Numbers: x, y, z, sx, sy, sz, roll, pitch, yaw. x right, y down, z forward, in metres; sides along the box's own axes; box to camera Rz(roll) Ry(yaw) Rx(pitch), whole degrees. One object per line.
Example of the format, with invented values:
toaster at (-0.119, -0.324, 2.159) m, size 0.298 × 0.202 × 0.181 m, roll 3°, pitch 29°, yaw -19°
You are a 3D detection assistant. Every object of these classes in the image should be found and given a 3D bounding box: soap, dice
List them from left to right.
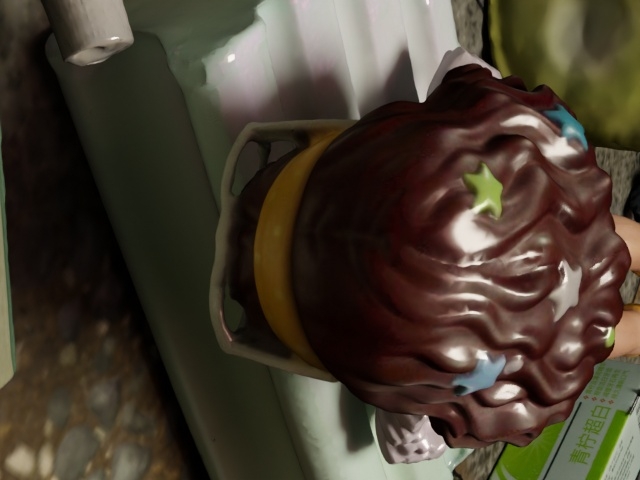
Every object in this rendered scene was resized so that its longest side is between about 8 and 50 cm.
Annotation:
soap at (0.000, 0.000, 0.592) m, size 0.173 × 0.095 × 0.289 m, roll -50°, pitch 137°, yaw -40°
dice at (0.255, -0.181, 0.843) m, size 0.227 × 0.233 × 0.238 m, roll -17°, pitch 112°, yaw -58°

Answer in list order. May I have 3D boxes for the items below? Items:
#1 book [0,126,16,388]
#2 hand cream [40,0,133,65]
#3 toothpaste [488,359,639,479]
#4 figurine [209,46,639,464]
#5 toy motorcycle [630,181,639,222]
book at (-0.121, -0.076, 0.305) m, size 0.215 × 0.025 × 0.282 m, roll -52°, pitch 140°, yaw -79°
hand cream at (-0.099, -0.186, 0.431) m, size 0.084 × 0.050 × 0.257 m, roll -25°, pitch 109°, yaw -56°
toothpaste at (0.147, 0.216, 0.901) m, size 0.336 × 0.081 × 0.067 m, roll -53°, pitch 138°, yaw -39°
figurine at (0.065, 0.011, 0.497) m, size 0.240 × 0.116 × 0.174 m, roll 9°, pitch 91°, yaw -58°
toy motorcycle at (0.392, -0.091, 1.124) m, size 0.108 × 0.204 × 0.239 m, roll 47°, pitch 53°, yaw -40°
